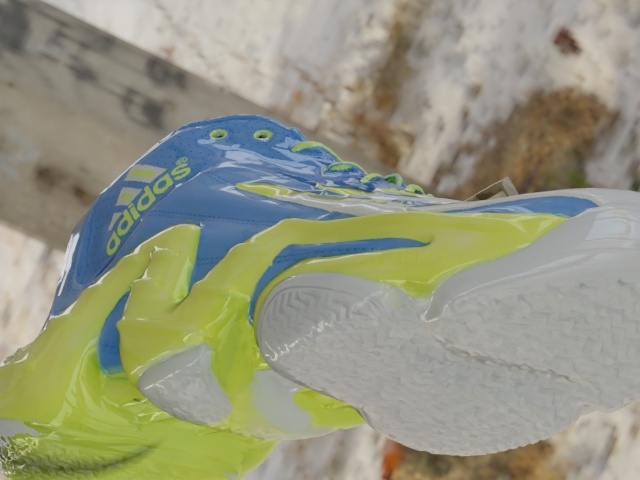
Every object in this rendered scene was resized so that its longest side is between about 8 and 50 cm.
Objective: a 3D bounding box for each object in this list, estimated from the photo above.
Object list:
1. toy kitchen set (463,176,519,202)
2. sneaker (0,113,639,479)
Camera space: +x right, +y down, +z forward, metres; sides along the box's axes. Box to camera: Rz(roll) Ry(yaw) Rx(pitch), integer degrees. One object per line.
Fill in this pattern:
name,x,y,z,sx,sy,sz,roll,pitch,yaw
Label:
toy kitchen set,0.094,0.013,0.759,0.068,0.083,0.075,-30,-1,-20
sneaker,0.000,0.000,0.493,0.240,0.091,0.126,-15,50,28
